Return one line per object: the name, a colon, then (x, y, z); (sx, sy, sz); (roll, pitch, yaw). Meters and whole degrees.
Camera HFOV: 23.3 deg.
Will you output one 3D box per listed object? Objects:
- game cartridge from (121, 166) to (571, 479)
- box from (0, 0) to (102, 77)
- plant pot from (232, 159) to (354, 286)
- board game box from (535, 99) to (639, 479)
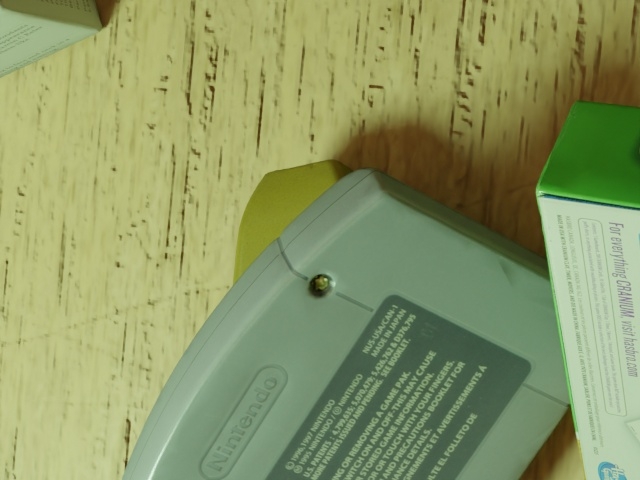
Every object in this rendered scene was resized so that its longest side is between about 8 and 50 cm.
game cartridge: (0.009, 0.113, 0.857); (0.198, 0.062, 0.297); (28, 105, -18)
box: (-0.266, -0.192, 1.008); (0.181, 0.119, 0.181); (-20, 82, 23)
plant pot: (0.000, 0.000, 0.911); (0.081, 0.081, 0.083); (-10, 71, 25)
board game box: (0.271, 0.061, 0.710); (0.317, 0.242, 0.064); (9, 50, 24)
